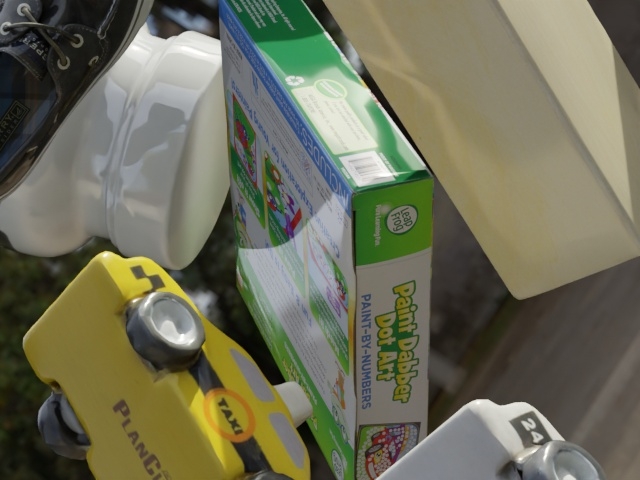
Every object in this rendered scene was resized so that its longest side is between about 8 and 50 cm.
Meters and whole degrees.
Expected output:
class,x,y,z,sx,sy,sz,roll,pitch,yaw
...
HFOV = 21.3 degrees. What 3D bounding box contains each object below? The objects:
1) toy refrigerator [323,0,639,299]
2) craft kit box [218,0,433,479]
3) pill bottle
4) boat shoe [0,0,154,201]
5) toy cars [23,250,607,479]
class,x,y,z,sx,sy,sz,roll,pitch,yaw
toy refrigerator,0.081,-0.110,0.908,0.094,0.269,0.102,-23,19,34
craft kit box,0.000,0.000,1.083,0.250,0.061,0.246,-121,26,-49
pill bottle,-0.250,-0.107,1.267,0.210,0.363,0.210,16,-90,-81
boat shoe,-0.174,-0.111,1.026,0.228,0.080,0.076,-52,3,18
toy cars,0.028,0.122,0.720,0.087,0.393,0.176,-16,-62,-47
